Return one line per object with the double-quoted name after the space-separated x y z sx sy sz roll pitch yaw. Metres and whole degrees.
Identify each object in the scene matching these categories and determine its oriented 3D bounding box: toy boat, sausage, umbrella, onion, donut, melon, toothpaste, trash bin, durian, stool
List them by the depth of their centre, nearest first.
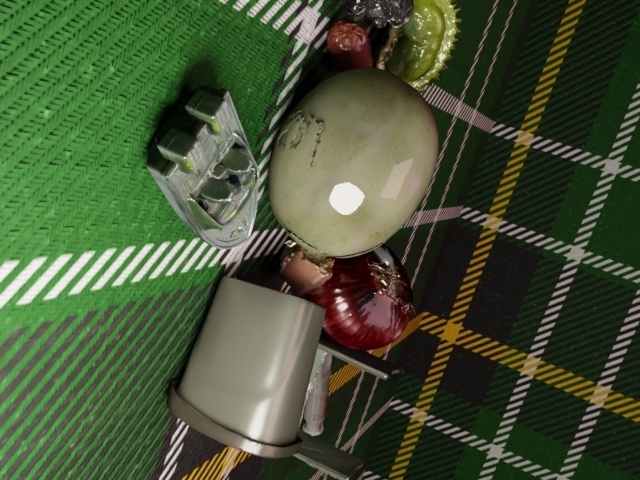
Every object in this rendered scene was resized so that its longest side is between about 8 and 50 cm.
-0.139 -0.075 1.020 0.141 0.092 0.319 -59 161 -19 "toy boat"
0.046 -0.123 1.220 0.330 0.268 0.268 -56 162 1 "melon"
-0.110 0.205 1.244 0.220 0.219 0.250 38 69 -73 "trash bin"
0.126 -0.514 1.246 0.128 0.154 0.337 29 61 -41 "umbrella"
0.052 -0.331 1.296 0.076 0.076 0.141 -64 165 -10 "sausage"
0.000 0.000 1.417 0.233 0.085 0.199 -56 -170 -23 "donut"
0.167 -0.400 1.480 0.169 0.158 0.352 -4 132 -33 "durian"
0.004 0.343 1.620 0.244 0.269 0.170 -68 162 3 "stool"
0.066 0.116 1.657 0.273 0.285 0.273 11 73 -38 "onion"
-0.005 0.383 1.984 0.100 0.066 0.323 -34 138 -52 "toothpaste"
